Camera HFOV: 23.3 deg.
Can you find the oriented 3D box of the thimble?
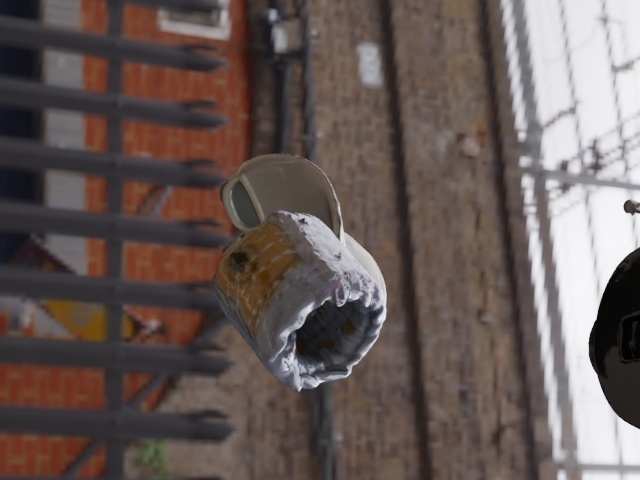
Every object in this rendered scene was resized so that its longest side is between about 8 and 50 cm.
[{"bbox_3d":[-0.017,0.056,1.414,0.127,0.151,0.118,-45,-121,3],"label":"thimble"}]

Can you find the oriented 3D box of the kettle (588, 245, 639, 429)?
[{"bbox_3d":[0.440,0.111,1.423,0.262,0.308,0.203,-140,-119,-61],"label":"kettle"}]

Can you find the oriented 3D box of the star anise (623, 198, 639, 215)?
[{"bbox_3d":[0.450,-0.048,1.624,0.230,0.262,0.081,77,17,-52],"label":"star anise"}]

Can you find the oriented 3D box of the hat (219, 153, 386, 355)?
[{"bbox_3d":[0.000,0.000,1.657,0.219,0.164,0.226,40,-50,32],"label":"hat"}]
